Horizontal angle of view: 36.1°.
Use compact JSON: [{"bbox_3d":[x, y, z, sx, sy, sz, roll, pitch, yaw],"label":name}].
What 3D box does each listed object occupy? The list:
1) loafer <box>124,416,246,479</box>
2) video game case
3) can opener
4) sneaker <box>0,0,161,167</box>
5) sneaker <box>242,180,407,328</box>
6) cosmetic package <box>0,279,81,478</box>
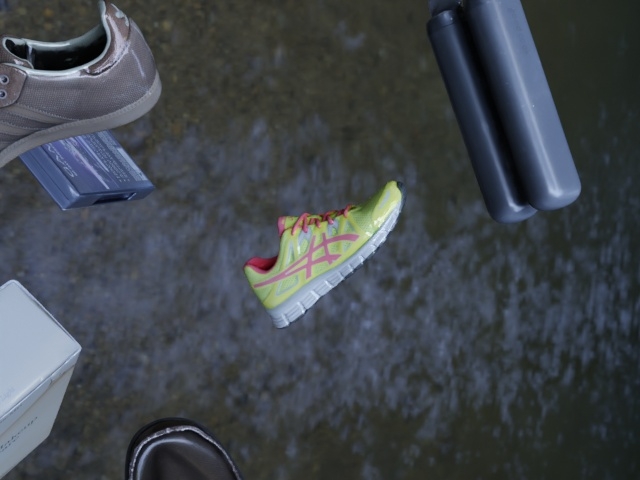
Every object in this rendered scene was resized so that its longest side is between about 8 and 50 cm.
[{"bbox_3d":[-0.058,0.203,0.579,0.078,0.080,0.220,105,-36,-65],"label":"loafer"},{"bbox_3d":[-0.260,-0.116,0.951,0.196,0.026,0.274,50,7,-1],"label":"video game case"},{"bbox_3d":[0.133,-0.158,0.733,0.095,0.076,0.283,-16,86,-41],"label":"can opener"},{"bbox_3d":[-0.190,-0.084,0.568,0.188,0.066,0.071,-23,136,-8],"label":"sneaker"},{"bbox_3d":[0.000,0.000,1.025,0.094,0.208,0.081,48,16,-3],"label":"sneaker"},{"bbox_3d":[-0.385,0.189,1.117,0.113,0.309,0.160,44,56,4],"label":"cosmetic package"}]
